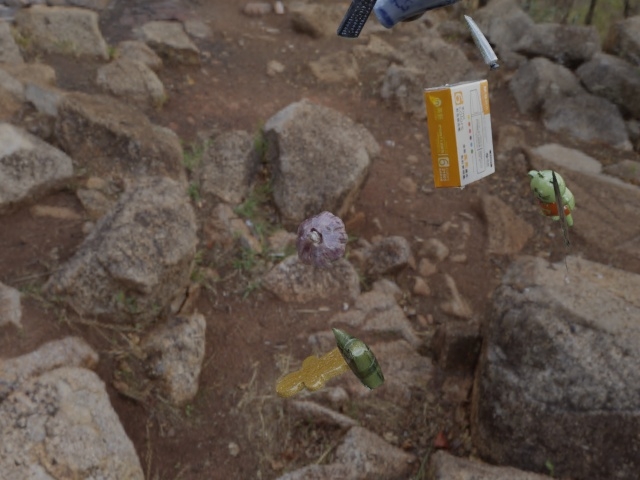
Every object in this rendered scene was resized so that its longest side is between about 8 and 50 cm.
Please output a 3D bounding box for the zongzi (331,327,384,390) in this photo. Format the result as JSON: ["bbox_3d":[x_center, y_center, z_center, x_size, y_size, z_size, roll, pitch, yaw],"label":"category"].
[{"bbox_3d":[0.068,0.224,1.286,0.052,0.104,0.113,-34,28,-15],"label":"zongzi"}]

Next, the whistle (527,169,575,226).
[{"bbox_3d":[0.798,-0.141,2.308,0.106,0.288,0.131,-47,38,-9],"label":"whistle"}]

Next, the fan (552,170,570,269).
[{"bbox_3d":[0.697,-0.037,1.934,0.012,0.415,0.233,-10,52,16],"label":"fan"}]

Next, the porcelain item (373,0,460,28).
[{"bbox_3d":[0.243,-0.582,1.534,0.259,0.141,0.141,-24,20,31],"label":"porcelain item"}]

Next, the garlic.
[{"bbox_3d":[0.000,0.000,1.841,0.147,0.159,0.102,34,1,13],"label":"garlic"}]

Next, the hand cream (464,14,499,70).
[{"bbox_3d":[0.513,-0.633,2.161,0.067,0.042,0.194,-17,79,-54],"label":"hand cream"}]

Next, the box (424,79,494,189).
[{"bbox_3d":[0.383,-0.295,1.846,0.091,0.274,0.221,2,19,39],"label":"box"}]

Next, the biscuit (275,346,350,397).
[{"bbox_3d":[-0.003,0.332,1.703,0.240,0.035,0.158,-28,15,5],"label":"biscuit"}]

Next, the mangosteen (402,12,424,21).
[{"bbox_3d":[0.236,-0.759,2.052,0.230,0.194,0.194,-5,33,-3],"label":"mangosteen"}]

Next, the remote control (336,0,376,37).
[{"bbox_3d":[0.073,-0.423,1.229,0.043,0.152,0.027,-5,70,-20],"label":"remote control"}]
